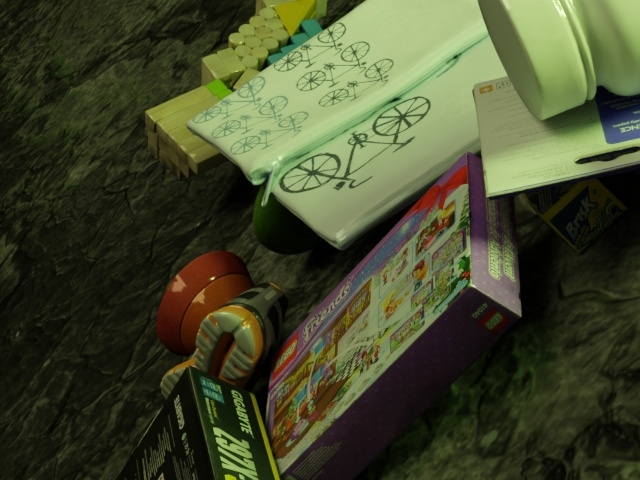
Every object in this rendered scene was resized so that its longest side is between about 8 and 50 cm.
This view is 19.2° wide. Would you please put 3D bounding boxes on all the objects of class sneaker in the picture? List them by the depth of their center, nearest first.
[{"bbox_3d":[-0.086,0.118,1.816,0.083,0.084,0.215,-45,-6,-39],"label":"sneaker"}]

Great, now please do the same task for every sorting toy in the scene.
[{"bbox_3d":[0.000,0.000,1.904,0.365,0.127,0.126,-48,52,-7],"label":"sorting toy"}]

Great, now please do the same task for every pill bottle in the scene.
[{"bbox_3d":[0.279,-0.215,1.536,0.283,0.160,0.160,-25,24,-2],"label":"pill bottle"}]

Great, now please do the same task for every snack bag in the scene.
[{"bbox_3d":[0.062,-0.139,1.867,0.323,0.037,0.342,-33,34,-10],"label":"snack bag"}]

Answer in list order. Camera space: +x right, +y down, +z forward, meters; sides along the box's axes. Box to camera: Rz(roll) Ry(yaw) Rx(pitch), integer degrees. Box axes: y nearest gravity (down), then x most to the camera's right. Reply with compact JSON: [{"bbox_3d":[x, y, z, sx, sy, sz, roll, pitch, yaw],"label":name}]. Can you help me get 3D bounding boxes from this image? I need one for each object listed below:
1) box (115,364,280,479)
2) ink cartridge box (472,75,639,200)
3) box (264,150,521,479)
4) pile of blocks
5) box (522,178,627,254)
[{"bbox_3d":[-0.127,0.287,1.585,0.257,0.079,0.322,-59,20,15],"label":"box"},{"bbox_3d":[0.233,-0.092,1.570,0.206,0.045,0.208,-12,29,9],"label":"ink cartridge box"},{"bbox_3d":[0.057,0.084,1.623,0.293,0.057,0.201,-47,21,29],"label":"box"},{"bbox_3d":[-0.074,-0.176,2.298,0.362,0.149,0.113,-54,-21,-37],"label":"pile of blocks"},{"bbox_3d":[0.204,-0.053,1.654,0.059,0.054,0.169,-44,23,8],"label":"box"}]
